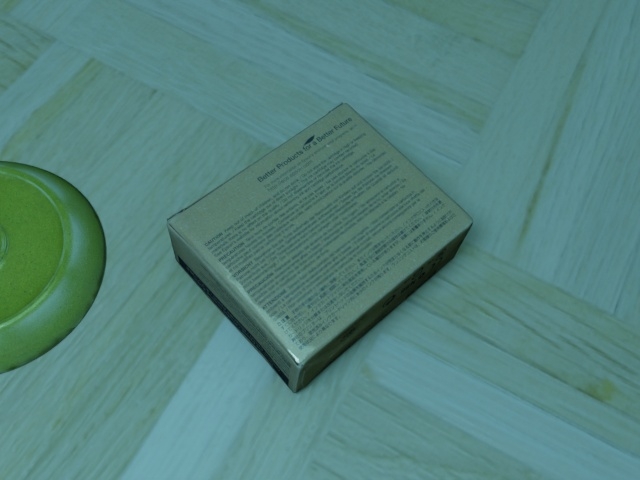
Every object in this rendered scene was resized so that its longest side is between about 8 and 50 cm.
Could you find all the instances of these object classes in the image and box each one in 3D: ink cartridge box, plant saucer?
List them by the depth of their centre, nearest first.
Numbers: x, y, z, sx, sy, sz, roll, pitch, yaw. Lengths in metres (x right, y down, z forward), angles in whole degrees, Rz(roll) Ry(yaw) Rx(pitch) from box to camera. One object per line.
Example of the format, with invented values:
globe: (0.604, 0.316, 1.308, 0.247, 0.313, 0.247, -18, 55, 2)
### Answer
plant saucer: (-0.336, 0.014, 0.700, 0.240, 0.037, 0.241, 3, 62, -5)
ink cartridge box: (0.000, 0.000, 0.716, 0.234, 0.088, 0.193, -37, 70, -22)
